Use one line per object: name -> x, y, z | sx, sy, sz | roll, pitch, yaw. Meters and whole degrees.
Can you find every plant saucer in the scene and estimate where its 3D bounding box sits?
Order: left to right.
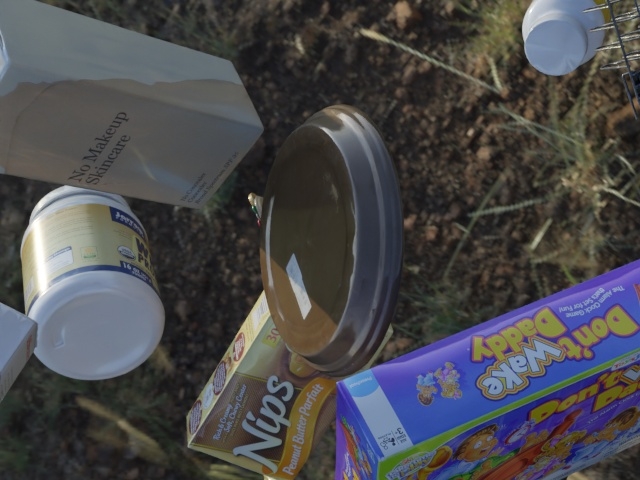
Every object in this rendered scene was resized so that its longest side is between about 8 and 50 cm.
plant saucer -> 0.000, 0.000, 1.036 | 0.278, 0.041, 0.277 | -1, 89, 63

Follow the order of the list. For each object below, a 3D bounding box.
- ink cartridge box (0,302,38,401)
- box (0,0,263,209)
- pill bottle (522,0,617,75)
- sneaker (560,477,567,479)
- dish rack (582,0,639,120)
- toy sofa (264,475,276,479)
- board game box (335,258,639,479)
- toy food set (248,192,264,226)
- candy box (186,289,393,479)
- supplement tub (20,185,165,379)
ink cartridge box -> -0.441, 0.180, 1.280 | 0.190, 0.082, 0.139 | -63, 4, -26
box -> -0.233, -0.141, 1.083 | 0.148, 0.311, 0.121 | -48, 52, 31
pill bottle -> 0.316, -0.283, 1.302 | 0.103, 0.103, 0.184 | -13, 28, 33
sneaker -> 0.222, 0.321, 1.141 | 0.084, 0.097, 0.234 | 41, 116, 44
dish rack -> 0.370, -0.272, 1.135 | 0.074, 0.208, 0.271 | 5, 120, 62
toy sofa -> -0.155, 0.583, 1.745 | 0.363, 0.177, 0.150 | -35, 24, -17
board game box -> 0.184, 0.150, 0.918 | 0.347, 0.233, 0.078 | -20, 55, -14
toy food set -> -0.094, -0.040, 1.758 | 0.020, 0.083, 0.082 | -28, 43, 13
candy box -> -0.052, 0.206, 1.548 | 0.316, 0.183, 0.087 | -58, 20, 20
supplement tub -> -0.406, 0.064, 1.794 | 0.228, 0.228, 0.316 | -44, 38, 17
